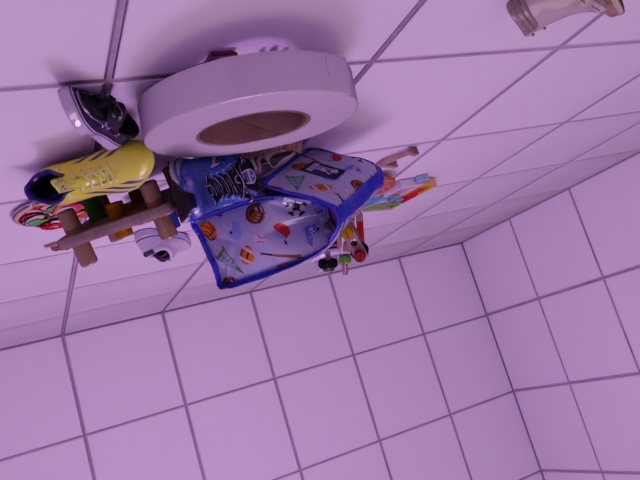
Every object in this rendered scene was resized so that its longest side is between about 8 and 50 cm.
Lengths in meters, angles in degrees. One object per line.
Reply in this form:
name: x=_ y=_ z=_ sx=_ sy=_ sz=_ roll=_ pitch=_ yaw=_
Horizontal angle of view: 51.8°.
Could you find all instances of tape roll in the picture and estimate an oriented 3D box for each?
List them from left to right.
tape roll: x=-0.124 y=-0.232 z=1.177 sx=0.392 sy=0.071 sz=0.392 roll=-11 pitch=176 yaw=-1

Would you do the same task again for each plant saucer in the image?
plant saucer: x=0.147 y=-0.171 z=2.139 sx=0.200 sy=0.037 sz=0.200 roll=-17 pitch=169 yaw=-3

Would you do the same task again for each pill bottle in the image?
pill bottle: x=0.000 y=0.000 z=2.296 sx=0.117 sy=0.214 sz=0.117 roll=-17 pitch=169 yaw=-3

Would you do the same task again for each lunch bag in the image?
lunch bag: x=-0.061 y=-0.072 z=1.598 sx=0.386 sy=0.238 sz=0.328 roll=-15 pitch=-164 yaw=31

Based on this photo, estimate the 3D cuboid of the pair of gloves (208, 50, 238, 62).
pair of gloves: x=-0.151 y=-0.284 z=1.157 sx=0.198 sy=0.023 sz=0.159 roll=-11 pitch=167 yaw=-32

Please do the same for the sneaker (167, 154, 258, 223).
sneaker: x=-0.212 y=-0.127 z=1.359 sx=0.147 sy=0.129 sz=0.330 roll=-8 pitch=-162 yaw=10

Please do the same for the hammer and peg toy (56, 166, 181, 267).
hammer and peg toy: x=-0.399 y=-0.079 z=1.468 sx=0.266 sy=0.127 sz=0.361 roll=-18 pitch=-165 yaw=8

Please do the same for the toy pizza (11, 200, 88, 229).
toy pizza: x=-0.613 y=-0.061 z=1.544 sx=0.201 sy=0.032 sz=0.201 roll=-16 pitch=169 yaw=-3

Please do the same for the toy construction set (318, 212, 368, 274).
toy construction set: x=0.040 y=-0.058 z=2.046 sx=0.258 sy=0.237 sz=0.309 roll=5 pitch=-163 yaw=30

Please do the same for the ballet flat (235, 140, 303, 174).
ballet flat: x=-0.132 y=-0.192 z=1.525 sx=0.206 sy=0.067 sz=0.073 roll=-21 pitch=168 yaw=19

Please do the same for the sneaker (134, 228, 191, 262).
sneaker: x=-0.479 y=0.026 z=2.026 sx=0.094 sy=0.091 sz=0.258 roll=-21 pitch=168 yaw=19

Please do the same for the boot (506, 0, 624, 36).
boot: x=0.448 y=-0.429 z=1.200 sx=0.165 sy=0.077 sz=0.213 roll=-26 pitch=161 yaw=37

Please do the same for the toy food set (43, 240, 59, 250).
toy food set: x=-0.693 y=0.013 z=1.827 sx=0.122 sy=0.019 sz=0.078 roll=-16 pitch=169 yaw=-6

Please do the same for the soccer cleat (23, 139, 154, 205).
soccer cleat: x=-0.439 y=-0.119 z=1.250 sx=0.289 sy=0.093 sz=0.121 roll=-11 pitch=-169 yaw=28

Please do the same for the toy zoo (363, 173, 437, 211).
toy zoo: x=0.284 y=-0.169 z=2.371 sx=0.192 sy=0.030 sz=0.293 roll=-7 pitch=166 yaw=-41

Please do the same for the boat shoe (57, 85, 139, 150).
boat shoe: x=-0.357 y=-0.206 z=1.095 sx=0.076 sy=0.080 sz=0.228 roll=-23 pitch=170 yaw=-1

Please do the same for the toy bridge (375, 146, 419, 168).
toy bridge: x=0.203 y=-0.229 z=1.961 sx=0.063 sy=0.026 sz=0.188 roll=-3 pitch=163 yaw=-44

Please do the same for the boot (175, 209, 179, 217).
boot: x=-0.370 y=-0.091 z=1.770 sx=0.114 sy=0.037 sz=0.106 roll=-17 pitch=168 yaw=26
